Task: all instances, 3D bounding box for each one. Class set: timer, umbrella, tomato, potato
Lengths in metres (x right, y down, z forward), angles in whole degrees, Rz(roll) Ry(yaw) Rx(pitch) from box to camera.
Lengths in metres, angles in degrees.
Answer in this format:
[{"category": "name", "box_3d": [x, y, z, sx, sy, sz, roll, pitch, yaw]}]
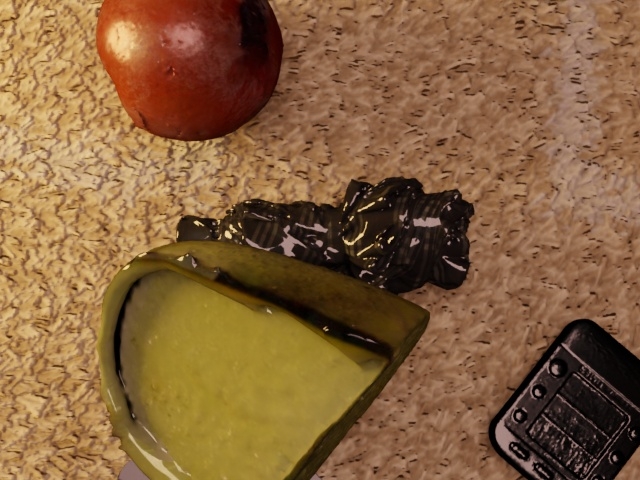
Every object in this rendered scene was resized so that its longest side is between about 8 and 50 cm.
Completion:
[{"category": "timer", "box_3d": [0.292, 0.198, 1.142, 0.144, 0.055, 0.187, 41, 79, 2]}, {"category": "umbrella", "box_3d": [0.002, -0.008, 1.116, 0.337, 0.154, 0.128, 7, 42, -1]}, {"category": "tomato", "box_3d": [-0.137, -0.214, 1.108, 0.185, 0.208, 0.208, -19, 83, 12]}, {"category": "potato", "box_3d": [-0.073, 0.111, 1.073, 0.280, 0.213, 0.330, 36, 120, 9]}]

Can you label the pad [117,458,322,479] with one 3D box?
[{"category": "pad", "box_3d": [-0.088, 0.310, 1.141, 0.181, 0.004, 0.267, -44, 85, -6]}]
